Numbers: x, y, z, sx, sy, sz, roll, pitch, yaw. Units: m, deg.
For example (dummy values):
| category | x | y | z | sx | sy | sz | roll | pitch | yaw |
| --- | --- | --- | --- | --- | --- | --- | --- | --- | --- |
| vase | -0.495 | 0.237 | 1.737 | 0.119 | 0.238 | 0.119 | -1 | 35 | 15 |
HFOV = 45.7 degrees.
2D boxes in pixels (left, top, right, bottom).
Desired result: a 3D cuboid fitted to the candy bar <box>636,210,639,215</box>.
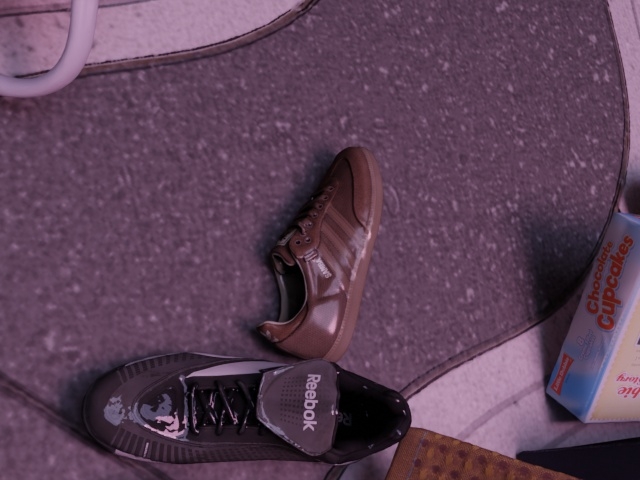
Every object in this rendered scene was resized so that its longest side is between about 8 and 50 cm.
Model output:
| category | x | y | z | sx | sy | sz | roll | pitch | yaw |
| --- | --- | --- | --- | --- | --- | --- | --- | --- | --- |
| candy bar | 0.398 | -0.035 | 0.879 | 0.161 | 0.018 | 0.040 | -31 | 90 | -35 |

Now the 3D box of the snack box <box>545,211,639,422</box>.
| category | x | y | z | sx | sy | sz | roll | pitch | yaw |
| --- | --- | --- | --- | --- | --- | --- | --- | --- | --- |
| snack box | 0.385 | 0.082 | 0.742 | 0.322 | 0.060 | 0.187 | 6 | 109 | -27 |

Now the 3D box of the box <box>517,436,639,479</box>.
| category | x | y | z | sx | sy | sz | roll | pitch | yaw |
| --- | --- | --- | --- | --- | --- | --- | --- | --- | --- |
| box | 0.367 | 0.332 | 0.640 | 0.312 | 0.179 | 0.343 | 1 | 73 | -29 |

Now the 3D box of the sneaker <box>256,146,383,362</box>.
| category | x | y | z | sx | sy | sz | roll | pitch | yaw |
| --- | --- | --- | --- | --- | --- | --- | --- | --- | --- |
| sneaker | 0.000 | 0.000 | 0.603 | 0.071 | 0.066 | 0.188 | 20 | 64 | -23 |

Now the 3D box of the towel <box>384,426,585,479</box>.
| category | x | y | z | sx | sy | sz | roll | pitch | yaw |
| --- | --- | --- | --- | --- | --- | --- | --- | --- | --- |
| towel | 0.099 | 0.312 | 0.428 | 0.040 | 0.271 | 0.370 | 52 | 56 | -48 |

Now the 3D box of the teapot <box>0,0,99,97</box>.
| category | x | y | z | sx | sy | sz | roll | pitch | yaw |
| --- | --- | --- | --- | --- | --- | --- | --- | --- | --- |
| teapot | -0.238 | -0.263 | 0.488 | 0.252 | 0.187 | 0.256 | 38 | 36 | -46 |

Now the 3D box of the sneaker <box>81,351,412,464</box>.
| category | x | y | z | sx | sy | sz | roll | pitch | yaw |
| --- | --- | --- | --- | --- | --- | --- | --- | --- | --- |
| sneaker | -0.037 | 0.113 | 0.518 | 0.234 | 0.106 | 0.078 | 11 | 67 | -27 |
